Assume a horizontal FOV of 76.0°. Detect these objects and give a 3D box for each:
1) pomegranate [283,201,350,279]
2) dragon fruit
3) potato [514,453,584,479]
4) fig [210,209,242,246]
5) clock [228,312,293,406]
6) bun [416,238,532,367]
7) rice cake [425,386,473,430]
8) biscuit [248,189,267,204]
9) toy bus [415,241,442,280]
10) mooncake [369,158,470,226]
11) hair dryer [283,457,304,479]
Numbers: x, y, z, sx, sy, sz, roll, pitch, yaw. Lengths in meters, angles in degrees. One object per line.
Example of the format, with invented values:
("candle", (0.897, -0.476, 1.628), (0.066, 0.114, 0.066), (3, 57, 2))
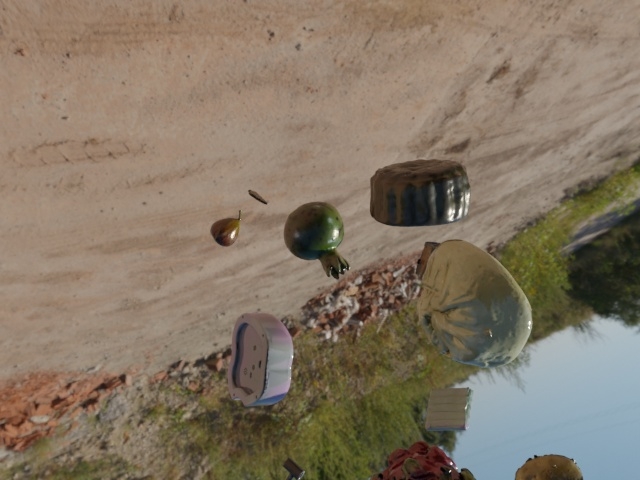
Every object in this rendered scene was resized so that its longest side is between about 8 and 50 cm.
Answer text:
("pomegranate", (0.005, -0.015, 1.532), (0.242, 0.306, 0.242), (-34, 143, -30))
("dragon fruit", (0.207, 0.489, 0.699), (0.218, 0.272, 0.198), (-48, 146, 19))
("potato", (0.796, 0.839, 1.440), (0.243, 0.138, 0.098), (-39, -174, 3))
("fig", (-0.284, -0.042, 1.294), (0.125, 0.089, 0.089), (-42, 157, -4))
("clock", (-0.233, 0.431, 1.493), (0.102, 0.338, 0.338), (11, 136, -37))
("bun", (0.239, 0.115, 0.696), (0.145, 0.229, 0.229), (-29, 157, -3))
("rice cake", (0.491, 0.646, 1.574), (0.198, 0.037, 0.189), (-34, -160, 43))
("biscuit", (-0.249, -0.171, 1.625), (0.016, 0.092, 0.082), (-50, -176, 11))
("toy bus", (0.548, 0.146, 1.727), (0.162, 0.323, 0.194), (7, 112, -18))
("mooncake", (0.287, -0.143, 1.198), (0.291, 0.290, 0.161), (-16, 109, -29))
("hair dryer", (-0.075, 0.538, 0.921), (0.083, 0.047, 0.026), (-60, 153, 1))
